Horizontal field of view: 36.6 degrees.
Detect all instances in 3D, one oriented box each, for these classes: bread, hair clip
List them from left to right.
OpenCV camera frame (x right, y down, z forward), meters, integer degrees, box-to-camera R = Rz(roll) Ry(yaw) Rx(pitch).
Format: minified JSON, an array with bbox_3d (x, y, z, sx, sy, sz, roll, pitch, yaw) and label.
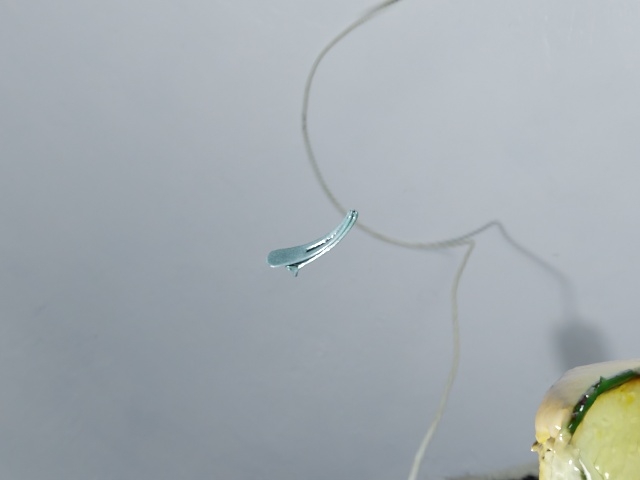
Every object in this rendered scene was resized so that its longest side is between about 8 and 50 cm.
[{"bbox_3d":[0.000,0.000,1.675,0.070,0.039,0.229,25,141,-30],"label":"hair clip"},{"bbox_3d":[0.244,0.187,0.810,0.133,0.252,0.174,-12,81,52],"label":"bread"}]
